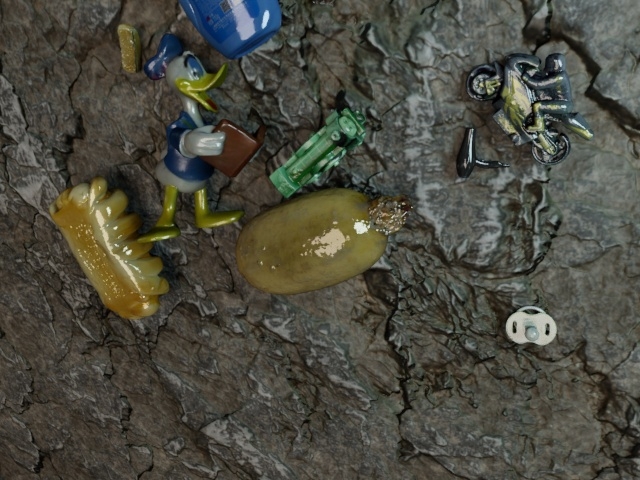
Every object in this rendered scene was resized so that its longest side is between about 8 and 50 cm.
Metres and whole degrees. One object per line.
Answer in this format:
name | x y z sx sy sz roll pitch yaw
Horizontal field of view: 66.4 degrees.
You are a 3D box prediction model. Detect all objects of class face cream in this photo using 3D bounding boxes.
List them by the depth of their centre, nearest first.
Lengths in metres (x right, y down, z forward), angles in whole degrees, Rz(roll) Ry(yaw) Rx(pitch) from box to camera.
face cream | -0.171 -0.422 0.751 0.149 0.083 0.264 -23 105 26

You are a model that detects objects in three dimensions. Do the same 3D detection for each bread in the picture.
bread | -0.432 0.021 1.034 0.172 0.121 0.312 -12 110 27

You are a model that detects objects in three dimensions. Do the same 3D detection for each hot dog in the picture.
hot dog | -0.339 -0.347 0.876 0.030 0.034 0.090 15 138 0

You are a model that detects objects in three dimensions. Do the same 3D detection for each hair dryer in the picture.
hair dryer | 0.261 -0.136 0.779 0.083 0.031 0.079 7 108 1

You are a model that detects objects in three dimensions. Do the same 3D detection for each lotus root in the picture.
lotus root | 0.000 0.000 0.856 0.342 0.151 0.169 -17 109 28

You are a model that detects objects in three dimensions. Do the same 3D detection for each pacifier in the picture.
pacifier | 0.369 0.153 0.855 0.083 0.064 0.068 2 98 18

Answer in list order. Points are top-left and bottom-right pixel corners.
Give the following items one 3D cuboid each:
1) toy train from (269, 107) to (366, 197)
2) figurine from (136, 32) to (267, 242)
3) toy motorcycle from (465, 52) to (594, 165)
toy train | -0.001 -0.149 0.814 0.178 0.104 0.071 -38 94 29
figurine | -0.221 -0.183 0.830 0.283 0.204 0.339 -3 103 48
toy motorcycle | 0.310 -0.204 0.703 0.193 0.061 0.124 46 127 3
